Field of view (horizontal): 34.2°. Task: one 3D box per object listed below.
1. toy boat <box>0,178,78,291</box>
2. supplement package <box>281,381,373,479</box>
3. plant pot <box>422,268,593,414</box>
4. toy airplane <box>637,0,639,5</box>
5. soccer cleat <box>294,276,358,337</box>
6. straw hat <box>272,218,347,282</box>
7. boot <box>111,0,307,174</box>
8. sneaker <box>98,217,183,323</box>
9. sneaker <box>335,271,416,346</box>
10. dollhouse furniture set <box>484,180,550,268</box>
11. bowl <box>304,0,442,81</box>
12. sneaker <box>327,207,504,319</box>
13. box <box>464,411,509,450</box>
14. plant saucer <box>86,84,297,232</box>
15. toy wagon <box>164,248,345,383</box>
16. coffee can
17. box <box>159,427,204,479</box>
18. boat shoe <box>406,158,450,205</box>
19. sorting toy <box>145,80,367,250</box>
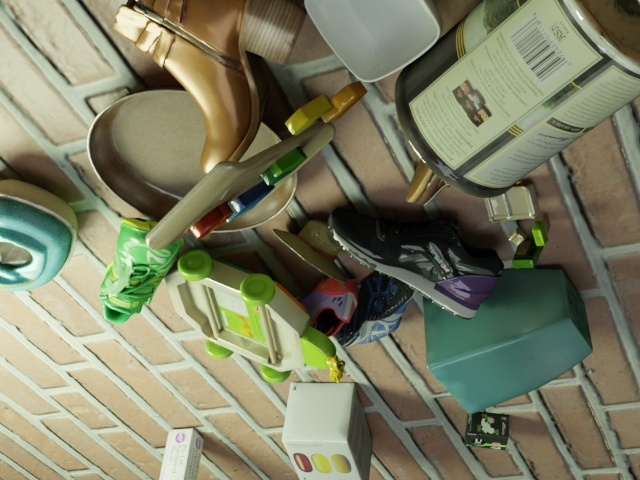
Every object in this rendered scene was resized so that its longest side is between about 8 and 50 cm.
[{"bbox_3d":[-0.564,-0.007,1.678,0.318,0.148,0.267,22,142,-17],"label":"toy boat"},{"bbox_3d":[0.018,0.405,2.116,0.139,0.133,0.244,-2,142,13],"label":"supplement package"},{"bbox_3d":[0.311,0.148,1.701,0.234,0.165,0.165,-21,134,23],"label":"plant pot"},{"bbox_3d":[0.262,-0.398,0.932,0.386,0.272,0.384,17,106,3],"label":"toy airplane"},{"bbox_3d":[-0.017,0.142,1.806,0.083,0.095,0.248,26,140,-21],"label":"soccer cleat"},{"bbox_3d":[0.000,0.000,1.634,0.144,0.144,0.061,32,97,-28],"label":"straw hat"},{"bbox_3d":[-0.165,-0.220,1.316,0.220,0.109,0.283,22,129,-7],"label":"boot"},{"bbox_3d":[-0.299,0.056,1.712,0.110,0.123,0.295,14,150,-13],"label":"sneaker"},{"bbox_3d":[0.106,0.113,1.774,0.081,0.080,0.211,3,150,-33],"label":"sneaker"},{"bbox_3d":[0.301,-0.035,1.565,0.076,0.058,0.151,-4,123,29],"label":"dollhouse furniture set"},{"bbox_3d":[0.069,-0.275,1.242,0.142,0.053,0.142,-27,106,38],"label":"bowl"},{"bbox_3d":[0.151,0.000,1.607,0.283,0.107,0.124,28,111,-13],"label":"sneaker"},{"bbox_3d":[0.335,0.383,2.088,0.083,0.052,0.062,6,144,7],"label":"box"},{"bbox_3d":[-0.185,-0.124,1.526,0.311,0.050,0.310,5,143,4],"label":"plant saucer"},{"bbox_3d":[-0.103,0.142,1.756,0.345,0.068,0.267,20,148,20],"label":"toy wagon"},{"bbox_3d":[0.248,-0.201,1.204,0.202,0.201,0.275,27,139,-23],"label":"coffee can"},{"bbox_3d":[-0.317,0.567,2.242,0.067,0.323,0.063,-5,144,19],"label":"box"},{"bbox_3d":[0.183,-0.113,1.442,0.073,0.073,0.207,18,143,-8],"label":"boat shoe"},{"bbox_3d":[-0.072,-0.091,1.360,0.307,0.229,0.041,-39,83,40],"label":"sorting toy"}]
